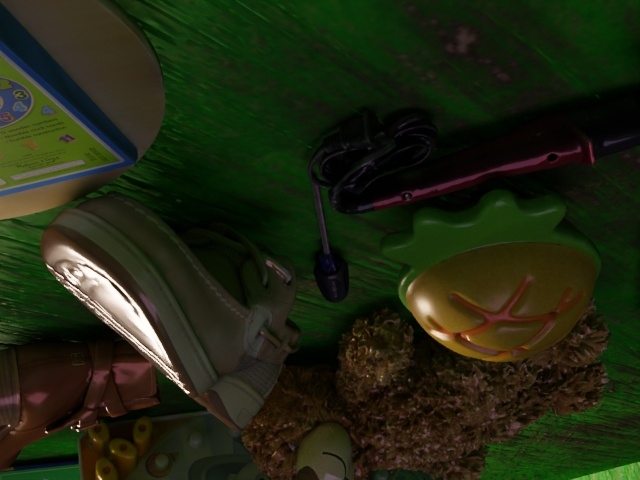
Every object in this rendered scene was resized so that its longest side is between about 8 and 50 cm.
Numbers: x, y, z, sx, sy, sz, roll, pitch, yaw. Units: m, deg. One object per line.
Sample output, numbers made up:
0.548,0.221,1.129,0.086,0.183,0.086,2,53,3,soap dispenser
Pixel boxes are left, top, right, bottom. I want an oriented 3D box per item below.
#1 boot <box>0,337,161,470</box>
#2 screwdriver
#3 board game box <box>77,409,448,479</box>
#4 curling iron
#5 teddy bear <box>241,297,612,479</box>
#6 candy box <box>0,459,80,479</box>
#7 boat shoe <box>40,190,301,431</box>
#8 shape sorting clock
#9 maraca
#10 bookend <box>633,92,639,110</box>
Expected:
-0.202,0.131,0.768,0.152,0.073,0.197,-10,161,-15,boot
0.000,0.000,0.620,0.025,0.024,0.170,14,156,17,screwdriver
-0.013,0.324,0.906,0.390,0.390,0.050,-5,149,-14,board game box
0.128,-0.057,0.514,0.274,0.035,0.068,-11,157,-1,curling iron
0.096,0.146,0.854,0.338,0.113,0.245,-7,145,-11,teddy bear
-0.234,0.341,1.188,0.317,0.122,0.268,-4,158,-20,candy box
-0.069,0.033,0.576,0.098,0.109,0.302,-49,160,-12,boat shoe
-0.164,-0.055,0.374,0.206,0.040,0.206,-7,161,-3,shape sorting clock
0.106,0.017,0.600,0.127,0.099,0.186,-17,152,14,maraca
0.262,-0.059,0.478,0.156,0.072,0.157,-34,146,23,bookend
